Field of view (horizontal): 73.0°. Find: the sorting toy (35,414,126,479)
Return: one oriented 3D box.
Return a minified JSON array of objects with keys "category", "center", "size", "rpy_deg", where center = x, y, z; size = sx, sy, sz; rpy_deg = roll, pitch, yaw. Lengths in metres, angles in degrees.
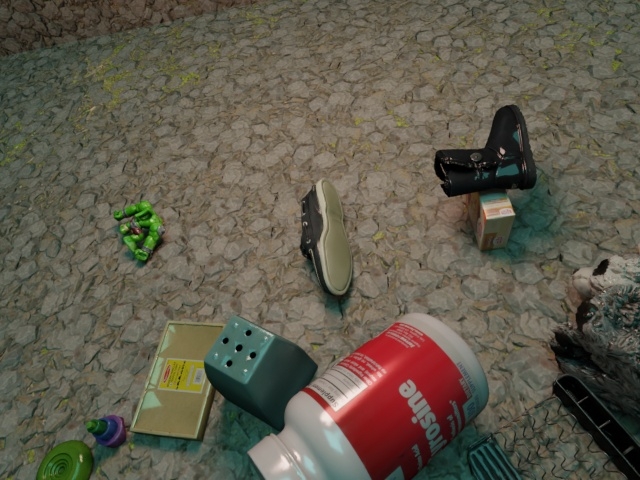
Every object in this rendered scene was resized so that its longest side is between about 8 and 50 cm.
[{"category":"sorting toy","center":[-0.600,0.501,0.918],"size":[0.365,0.126,0.127],"rpy_deg":[-37,57,-12]}]

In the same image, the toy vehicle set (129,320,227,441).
[{"category":"toy vehicle set","center":[-0.326,0.324,1.029],"size":[0.166,0.035,0.267],"rpy_deg":[1,57,13]}]

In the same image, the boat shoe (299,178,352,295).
[{"category":"boat shoe","center":[-0.003,-0.002,1.135],"size":[0.113,0.127,0.340],"rpy_deg":[-26,58,30]}]

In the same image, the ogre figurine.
[{"category":"ogre figurine","center":[-0.529,-0.041,1.280],"size":[0.118,0.097,0.197],"rpy_deg":[-38,45,0]}]

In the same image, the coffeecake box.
[{"category":"coffeecake box","center":[0.415,-0.091,1.081],"size":[0.068,0.142,0.185],"rpy_deg":[-9,55,7]}]

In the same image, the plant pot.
[{"category":"plant pot","center":[-0.135,0.265,0.908],"size":[0.165,0.234,0.165],"rpy_deg":[20,64,23]}]

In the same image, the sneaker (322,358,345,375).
[{"category":"sneaker","center":[-0.007,0.349,0.911],"size":[0.090,0.095,0.235],"rpy_deg":[29,69,25]}]

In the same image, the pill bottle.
[{"category":"pill bottle","center":[0.086,0.326,0.779],"size":[0.408,0.229,0.229],"rpy_deg":[-30,55,-24]}]

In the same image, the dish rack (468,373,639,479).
[{"category":"dish rack","center":[0.425,0.404,0.795],"size":[0.271,0.074,0.208],"rpy_deg":[-29,55,-7]}]

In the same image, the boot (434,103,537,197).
[{"category":"boot","center":[0.375,-0.217,1.026],"size":[0.207,0.094,0.246],"rpy_deg":[-3,62,6]}]

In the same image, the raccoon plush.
[{"category":"raccoon plush","center":[0.665,0.205,0.808],"size":[0.299,0.216,0.446],"rpy_deg":[-34,60,-17]}]
